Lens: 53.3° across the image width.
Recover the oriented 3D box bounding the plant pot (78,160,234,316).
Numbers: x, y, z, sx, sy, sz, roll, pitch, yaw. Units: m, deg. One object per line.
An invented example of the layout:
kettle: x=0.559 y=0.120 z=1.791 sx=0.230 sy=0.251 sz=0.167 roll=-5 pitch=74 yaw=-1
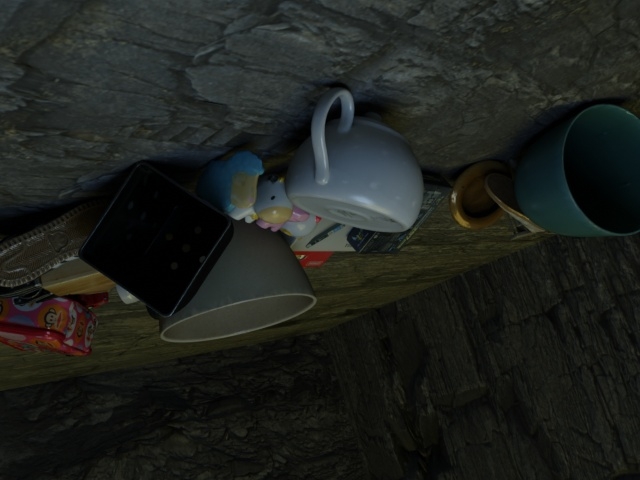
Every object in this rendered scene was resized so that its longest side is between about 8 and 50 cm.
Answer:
plant pot: x=-0.255 y=0.003 z=1.089 sx=0.188 sy=0.187 sz=0.167 roll=-57 pitch=171 yaw=-1

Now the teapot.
teapot: x=0.066 y=-0.131 z=1.085 sx=0.252 sy=0.187 sz=0.256 roll=17 pitch=173 yaw=-17

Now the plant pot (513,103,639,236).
plant pot: x=0.597 y=-0.139 z=1.483 sx=0.293 sy=0.293 sz=0.235 roll=-11 pitch=177 yaw=-22

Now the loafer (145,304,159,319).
loafer: x=-0.418 y=0.161 z=1.789 sx=0.084 sy=0.096 sz=0.267 roll=-15 pitch=173 yaw=-33

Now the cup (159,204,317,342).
cup: x=-0.195 y=0.058 z=1.357 sx=0.331 sy=0.237 sz=0.331 roll=-14 pitch=165 yaw=-4

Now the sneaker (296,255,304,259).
sneaker: x=-0.074 y=0.021 z=1.752 sx=0.185 sy=0.069 sz=0.084 roll=-34 pitch=150 yaw=34

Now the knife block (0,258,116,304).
knife block: x=-0.511 y=0.050 z=1.275 sx=0.276 sy=0.088 sz=0.242 roll=-27 pitch=164 yaw=37

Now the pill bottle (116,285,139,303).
pill bottle: x=-0.382 y=0.084 z=1.512 sx=0.187 sy=0.112 sz=0.112 roll=-17 pitch=166 yaw=2

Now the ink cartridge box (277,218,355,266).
ink cartridge box: x=0.000 y=0.000 z=1.560 sx=0.296 sy=0.066 sz=0.261 roll=1 pitch=135 yaw=-51

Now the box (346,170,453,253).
box: x=0.193 y=-0.066 z=1.552 sx=0.183 sy=0.059 sz=0.232 roll=1 pitch=134 yaw=-50

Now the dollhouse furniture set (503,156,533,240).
dollhouse furniture set: x=0.556 y=-0.117 z=1.691 sx=0.129 sy=0.183 sz=0.129 roll=-13 pitch=166 yaw=-18

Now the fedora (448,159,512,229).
fedora: x=0.398 y=-0.123 z=1.634 sx=0.194 sy=0.194 sz=0.079 roll=-12 pitch=-157 yaw=-20

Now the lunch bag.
lunch bag: x=-0.678 y=0.187 z=1.479 sx=0.258 sy=0.120 sz=0.293 roll=8 pitch=161 yaw=1

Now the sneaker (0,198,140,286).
sneaker: x=-0.461 y=0.003 z=1.146 sx=0.282 sy=0.099 sz=0.153 roll=-25 pitch=-171 yaw=-31

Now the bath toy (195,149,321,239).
bath toy: x=-0.083 y=-0.081 z=1.223 sx=0.129 sy=0.151 sz=0.348 roll=-56 pitch=158 yaw=7

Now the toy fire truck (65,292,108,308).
toy fire truck: x=-0.572 y=0.124 z=1.578 sx=0.135 sy=0.047 sz=0.192 roll=-20 pitch=165 yaw=14

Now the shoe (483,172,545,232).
shoe: x=0.485 y=-0.087 z=1.593 sx=0.076 sy=0.219 sz=0.058 roll=-60 pitch=-167 yaw=-23
